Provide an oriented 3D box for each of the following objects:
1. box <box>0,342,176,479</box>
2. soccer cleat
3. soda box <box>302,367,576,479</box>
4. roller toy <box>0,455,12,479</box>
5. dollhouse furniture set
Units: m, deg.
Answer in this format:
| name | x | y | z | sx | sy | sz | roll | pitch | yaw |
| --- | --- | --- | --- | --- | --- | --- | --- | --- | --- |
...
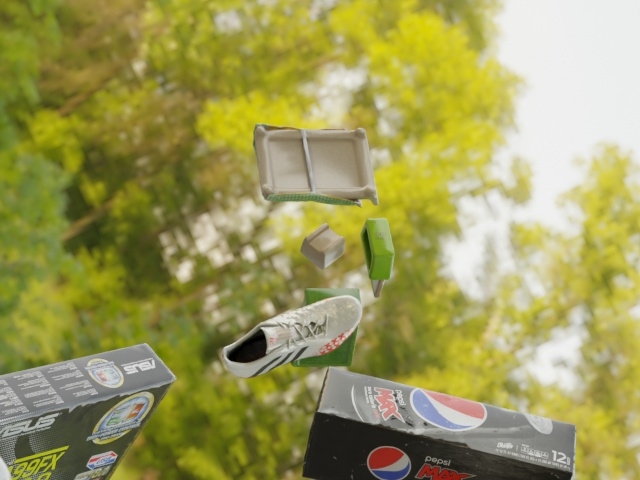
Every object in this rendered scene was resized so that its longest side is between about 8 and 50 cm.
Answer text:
| name | x | y | z | sx | sy | sz | roll | pitch | yaw |
| --- | --- | --- | --- | --- | --- | --- | --- | --- | --- |
| box | -0.305 | 0.221 | 1.764 | 0.060 | 0.216 | 0.270 | 48 | 31 | 22 |
| soccer cleat | -0.016 | 0.053 | 0.928 | 0.035 | 0.083 | 0.029 | 40 | 28 | -68 |
| soda box | 0.077 | 0.136 | 1.083 | 0.053 | 0.169 | 0.060 | -73 | 176 | -59 |
| roller toy | -0.347 | 0.192 | 1.272 | 0.146 | 0.191 | 0.209 | 46 | -55 | 27 |
| dollhouse furniture set | 0.000 | 0.000 | 1.031 | 0.058 | 0.076 | 0.151 | 104 | -18 | -50 |
